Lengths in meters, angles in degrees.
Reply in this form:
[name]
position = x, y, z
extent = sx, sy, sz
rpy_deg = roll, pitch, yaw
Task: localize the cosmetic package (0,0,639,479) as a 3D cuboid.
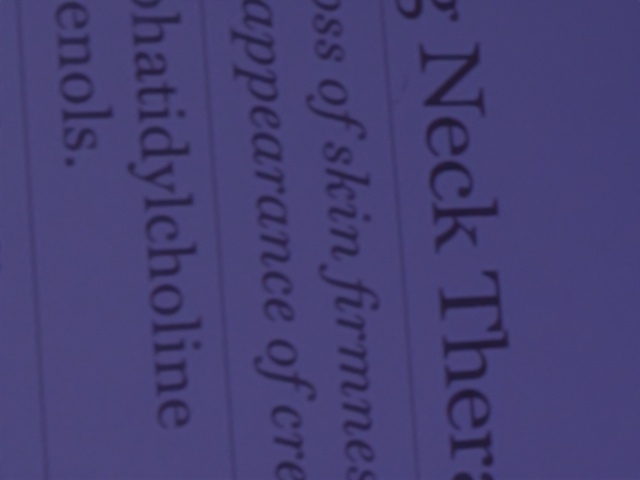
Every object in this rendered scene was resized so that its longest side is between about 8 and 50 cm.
[cosmetic package]
position = 0.000, 0.000, 0.617
extent = 0.327, 0.393, 0.329
rpy_deg = 166, 101, -68
